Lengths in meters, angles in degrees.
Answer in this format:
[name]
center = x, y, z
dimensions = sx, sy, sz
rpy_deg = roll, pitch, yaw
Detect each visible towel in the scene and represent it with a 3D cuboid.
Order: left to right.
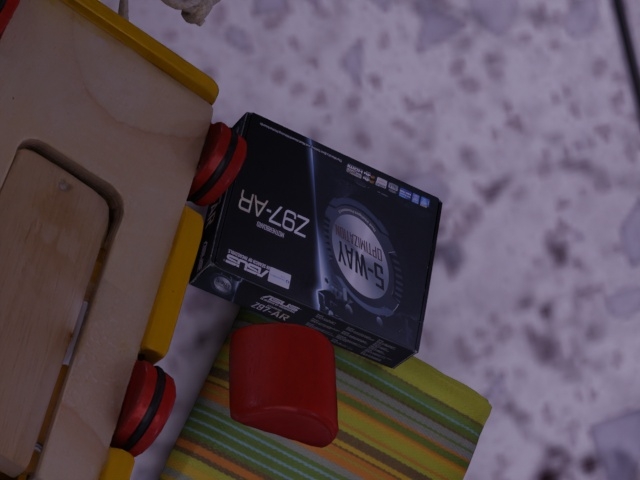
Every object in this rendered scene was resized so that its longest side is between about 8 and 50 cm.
[towel]
center = -0.031, 0.138, 0.558
dimensions = 0.102, 0.021, 0.237
rpy_deg = 30, 76, -13

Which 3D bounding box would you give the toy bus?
[toy bus]
center = -0.100, 0.003, 0.493
dimensions = 0.202, 0.104, 0.191
rpy_deg = -12, 72, -47

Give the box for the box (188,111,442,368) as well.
[box]
center = 0.000, 0.000, 0.569
dimensions = 0.083, 0.018, 0.067
rpy_deg = 24, 56, -18
